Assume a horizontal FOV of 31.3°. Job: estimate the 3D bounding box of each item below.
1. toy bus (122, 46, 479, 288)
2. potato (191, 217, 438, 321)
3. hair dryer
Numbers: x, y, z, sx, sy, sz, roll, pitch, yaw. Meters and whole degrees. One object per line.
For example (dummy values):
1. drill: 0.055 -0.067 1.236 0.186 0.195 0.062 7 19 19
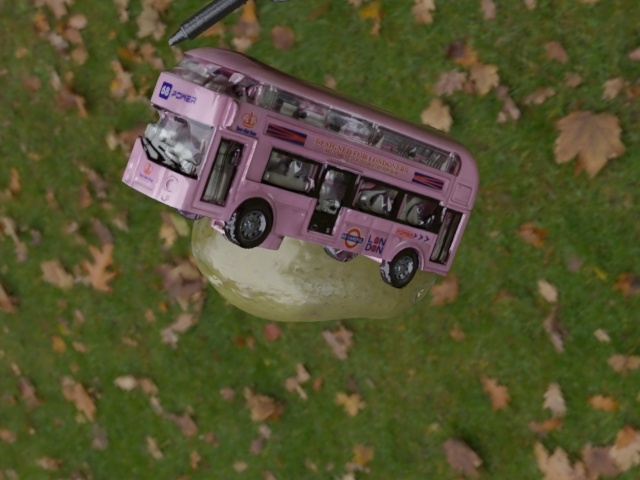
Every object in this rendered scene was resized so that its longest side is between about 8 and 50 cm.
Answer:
1. toy bus: -0.001 -0.034 0.586 0.063 0.203 0.090 26 99 45
2. potato: 0.000 0.000 0.916 0.194 0.157 0.157 24 138 -10
3. hair dryer: -0.153 -0.402 1.846 0.114 0.248 0.070 54 -173 -41
